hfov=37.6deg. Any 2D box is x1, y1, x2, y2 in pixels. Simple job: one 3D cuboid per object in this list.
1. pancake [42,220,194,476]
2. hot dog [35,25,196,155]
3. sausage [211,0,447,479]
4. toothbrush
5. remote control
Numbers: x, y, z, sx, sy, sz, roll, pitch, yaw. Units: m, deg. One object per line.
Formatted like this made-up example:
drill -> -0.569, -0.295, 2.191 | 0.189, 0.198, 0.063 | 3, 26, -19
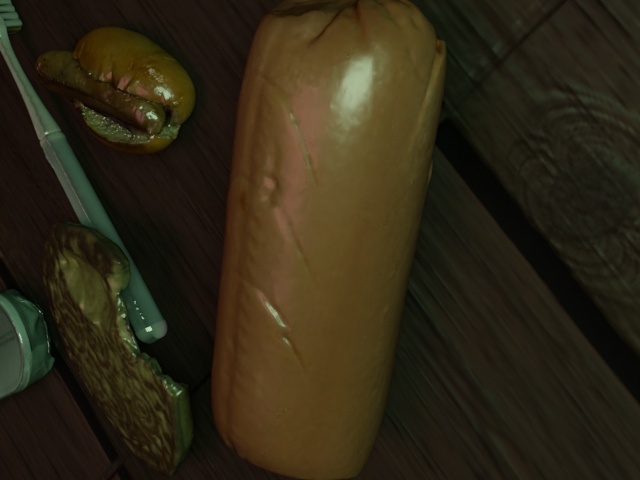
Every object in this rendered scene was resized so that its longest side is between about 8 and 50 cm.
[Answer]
pancake -> -0.178, 0.092, 0.799 | 0.212, 0.029, 0.235 | -17, 97, 57
hot dog -> -0.158, -0.119, 0.720 | 0.140, 0.060, 0.090 | 41, 122, 28
sausage -> 0.000, -0.001, 0.580 | 0.121, 0.121, 0.304 | 23, 116, 34
toothbrush -> -0.216, -0.067, 0.806 | 0.025, 0.030, 0.342 | -33, 81, 42
remote control -> -0.350, 0.120, 0.968 | 0.247, 0.052, 0.104 | -24, 86, 43
